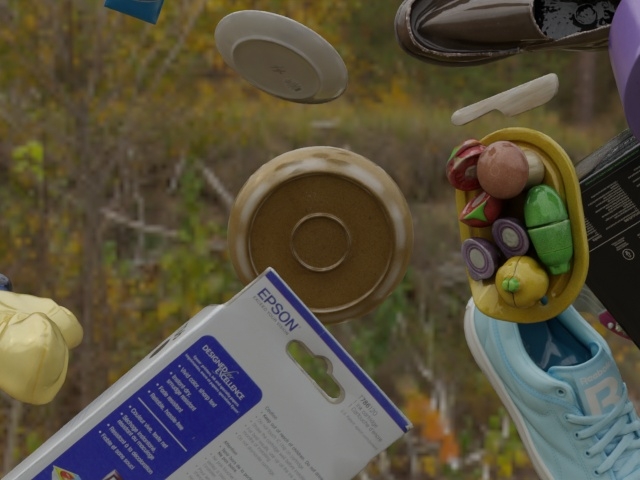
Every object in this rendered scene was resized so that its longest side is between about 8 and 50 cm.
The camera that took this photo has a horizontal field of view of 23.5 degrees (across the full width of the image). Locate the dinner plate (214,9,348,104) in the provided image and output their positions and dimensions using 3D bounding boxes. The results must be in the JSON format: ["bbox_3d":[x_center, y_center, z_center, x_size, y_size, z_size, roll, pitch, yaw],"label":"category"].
[{"bbox_3d":[-0.041,-0.173,1.512,0.141,0.017,0.141,18,-26,9],"label":"dinner plate"}]

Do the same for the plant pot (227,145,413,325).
[{"bbox_3d":[0.000,0.000,1.937,0.236,0.236,0.032,1,15,0],"label":"plant pot"}]

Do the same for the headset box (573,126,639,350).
[{"bbox_3d":[0.408,0.000,1.588,0.246,0.283,0.131,-38,4,43],"label":"headset box"}]

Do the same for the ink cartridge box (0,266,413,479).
[{"bbox_3d":[-0.106,0.175,1.157,0.332,0.165,0.065,-39,8,10],"label":"ink cartridge box"}]

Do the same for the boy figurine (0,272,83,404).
[{"bbox_3d":[-0.333,0.098,1.667,0.177,0.092,0.285,9,8,-33],"label":"boy figurine"}]

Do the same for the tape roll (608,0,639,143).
[{"bbox_3d":[0.338,-0.152,1.277,0.189,0.189,0.080,0,45,-2],"label":"tape roll"}]

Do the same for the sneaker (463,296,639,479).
[{"bbox_3d":[0.291,0.191,1.719,0.135,0.366,0.150,-36,-11,-17],"label":"sneaker"}]

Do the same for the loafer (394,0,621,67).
[{"bbox_3d":[0.288,-0.337,2.240,0.365,0.134,0.130,-6,-6,4],"label":"loafer"}]

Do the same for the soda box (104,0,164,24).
[{"bbox_3d":[-0.184,-0.356,1.754,0.067,0.210,0.071,18,39,-9],"label":"soda box"}]

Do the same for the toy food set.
[{"bbox_3d":[0.162,-0.031,1.378,0.128,0.218,0.071,-11,-2,37],"label":"toy food set"}]

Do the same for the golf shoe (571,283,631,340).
[{"bbox_3d":[0.368,0.045,1.990,0.306,0.115,0.140,13,36,15],"label":"golf shoe"}]
